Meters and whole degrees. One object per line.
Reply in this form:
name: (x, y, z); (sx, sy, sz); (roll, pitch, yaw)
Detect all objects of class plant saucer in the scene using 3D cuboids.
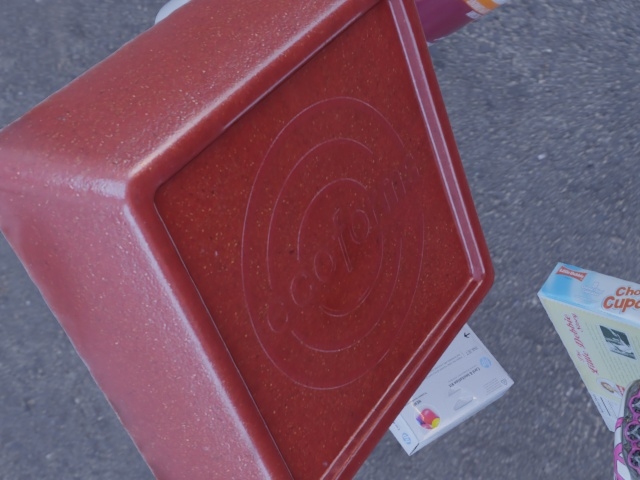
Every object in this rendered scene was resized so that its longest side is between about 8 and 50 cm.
plant saucer: (0.000, 0.000, 0.456); (0.047, 0.258, 0.259); (6, 130, 40)

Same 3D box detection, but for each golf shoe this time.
golf shoe: (0.350, 0.242, 1.021); (0.067, 0.086, 0.186); (-4, 93, -11)

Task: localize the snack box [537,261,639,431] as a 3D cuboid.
snack box: (0.413, 0.168, 1.164); (0.187, 0.060, 0.322); (18, 152, 47)

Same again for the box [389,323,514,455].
box: (0.100, 0.121, 1.013); (0.186, 0.145, 0.038); (51, 146, 22)

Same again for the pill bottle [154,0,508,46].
pill bottle: (0.012, -0.288, 1.070); (0.392, 0.224, 0.224); (-26, 88, 27)
